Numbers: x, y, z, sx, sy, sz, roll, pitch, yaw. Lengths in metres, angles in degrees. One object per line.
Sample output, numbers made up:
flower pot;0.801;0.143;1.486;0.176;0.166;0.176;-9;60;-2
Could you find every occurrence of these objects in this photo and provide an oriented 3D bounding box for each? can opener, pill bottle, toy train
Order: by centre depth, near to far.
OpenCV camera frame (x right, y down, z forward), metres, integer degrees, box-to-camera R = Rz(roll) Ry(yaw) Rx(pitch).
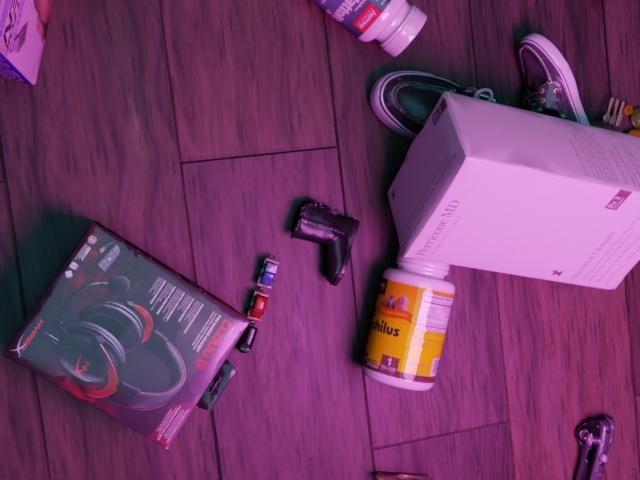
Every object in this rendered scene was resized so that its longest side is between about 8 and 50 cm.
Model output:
pill bottle;0.069;-0.367;1.173;0.180;0.108;0.108;37;84;-13
toy train;-0.097;0.098;1.192;0.027;0.036;0.158;18;88;-15
pill bottle;0.142;0.118;1.212;0.117;0.117;0.215;13;89;-15
can opener;0.472;0.395;1.341;0.073;0.059;0.186;13;89;-15

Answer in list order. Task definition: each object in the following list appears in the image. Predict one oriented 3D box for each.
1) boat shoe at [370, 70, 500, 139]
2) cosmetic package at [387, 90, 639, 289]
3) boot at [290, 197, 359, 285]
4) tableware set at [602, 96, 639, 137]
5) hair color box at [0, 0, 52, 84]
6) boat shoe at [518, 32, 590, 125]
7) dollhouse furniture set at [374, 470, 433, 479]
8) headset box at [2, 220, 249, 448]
boat shoe;0.230;-0.189;1.224;0.306;0.105;0.113;25;87;-14
cosmetic package;0.321;-0.066;1.170;0.385;0.156;0.217;7;136;-18
boot;0.000;0.000;1.208;0.099;0.045;0.121;20;81;-17
tableware set;0.519;-0.166;1.344;0.104;0.024;0.154;16;88;-18
hair color box;-0.404;-0.313;0.936;0.110;0.339;0.185;11;90;-14
boat shoe;0.374;-0.225;1.275;0.076;0.080;0.228;-34;108;-19
dollhouse furniture set;0.137;0.477;1.207;0.101;0.161;0.181;8;90;-14
headset box;-0.261;0.140;1.114;0.293;0.110;0.218;35;84;-13
